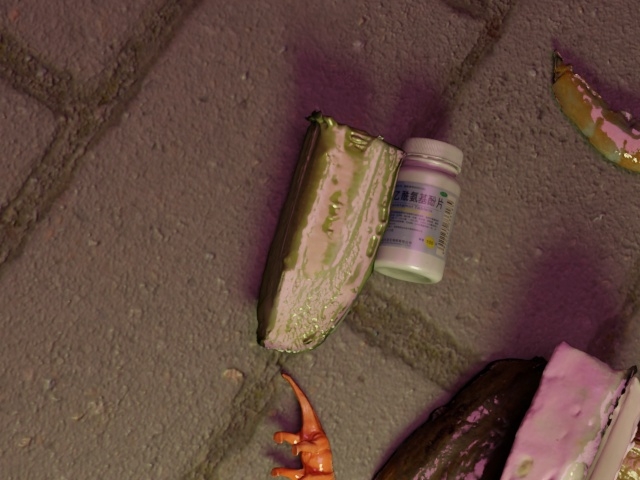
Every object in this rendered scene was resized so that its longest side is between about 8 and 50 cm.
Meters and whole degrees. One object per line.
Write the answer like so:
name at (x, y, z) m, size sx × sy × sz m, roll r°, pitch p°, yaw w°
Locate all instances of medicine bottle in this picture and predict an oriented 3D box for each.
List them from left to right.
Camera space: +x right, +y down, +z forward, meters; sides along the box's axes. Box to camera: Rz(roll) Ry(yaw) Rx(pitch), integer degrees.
medicine bottle at (0.136, -0.041, 1.705) m, size 0.103 × 0.103 × 0.186 m, roll 15°, pitch 80°, yaw -10°

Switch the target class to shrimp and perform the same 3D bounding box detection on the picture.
shrimp at (0.483, -0.188, 1.832) m, size 0.287 × 0.068 × 0.185 m, roll 1°, pitch 78°, yaw -2°

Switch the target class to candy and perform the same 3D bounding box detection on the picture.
candy at (0.331, 0.281, 1.632) m, size 0.116 × 0.155 × 0.265 m, roll 20°, pitch 78°, yaw 29°

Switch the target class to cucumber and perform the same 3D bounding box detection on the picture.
cucumber at (0.002, 0.001, 1.671) m, size 0.145 × 0.105 × 0.325 m, roll 19°, pitch 81°, yaw -11°

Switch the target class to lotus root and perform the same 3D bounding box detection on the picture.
lotus root at (0.220, 0.291, 1.691) m, size 0.167 × 0.078 × 0.329 m, roll 45°, pitch 76°, yaw -5°

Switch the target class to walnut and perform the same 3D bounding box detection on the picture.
walnut at (0.434, 0.306, 1.726) m, size 0.124 × 0.105 × 0.105 m, roll 23°, pitch 78°, yaw 7°

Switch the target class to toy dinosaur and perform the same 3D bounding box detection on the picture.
toy dinosaur at (-0.010, 0.312, 1.647) m, size 0.101 × 0.055 × 0.279 m, roll -2°, pitch 79°, yaw -35°
